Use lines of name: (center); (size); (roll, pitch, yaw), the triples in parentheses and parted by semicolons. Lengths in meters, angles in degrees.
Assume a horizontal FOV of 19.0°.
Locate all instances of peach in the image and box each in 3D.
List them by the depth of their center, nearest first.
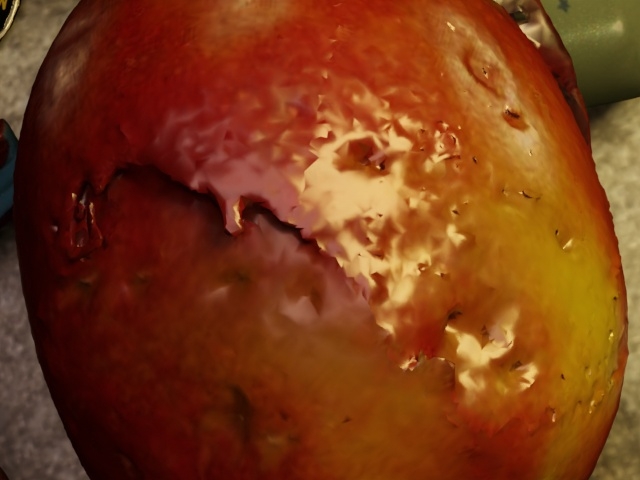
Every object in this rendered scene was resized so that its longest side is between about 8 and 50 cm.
peach: (0.000, 0.000, 1.110); (0.339, 0.353, 0.416); (-21, 72, 11)

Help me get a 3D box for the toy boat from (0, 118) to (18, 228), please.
toy boat: (-0.357, 0.055, 1.297); (0.392, 0.136, 0.079); (-38, 103, -3)

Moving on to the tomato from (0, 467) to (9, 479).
tomato: (-0.282, 0.194, 1.222); (0.200, 0.139, 0.233); (-37, 73, 7)

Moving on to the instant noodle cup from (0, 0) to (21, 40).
instant noodle cup: (-0.301, -0.194, 1.350); (0.151, 0.122, 0.151); (-4, 73, 11)

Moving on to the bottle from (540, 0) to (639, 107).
bottle: (0.043, -0.146, 1.259); (0.347, 0.168, 0.168); (-10, 72, 11)
